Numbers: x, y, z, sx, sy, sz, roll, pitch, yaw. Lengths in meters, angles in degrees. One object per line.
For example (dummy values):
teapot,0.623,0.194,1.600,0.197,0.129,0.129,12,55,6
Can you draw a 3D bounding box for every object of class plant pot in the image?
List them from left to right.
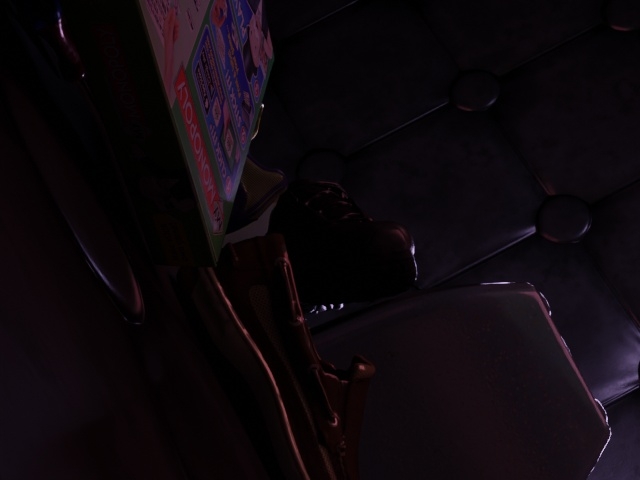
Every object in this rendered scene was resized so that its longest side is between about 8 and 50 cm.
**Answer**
plant pot,0.102,0.158,1.004,0.247,0.252,0.248,63,-1,2

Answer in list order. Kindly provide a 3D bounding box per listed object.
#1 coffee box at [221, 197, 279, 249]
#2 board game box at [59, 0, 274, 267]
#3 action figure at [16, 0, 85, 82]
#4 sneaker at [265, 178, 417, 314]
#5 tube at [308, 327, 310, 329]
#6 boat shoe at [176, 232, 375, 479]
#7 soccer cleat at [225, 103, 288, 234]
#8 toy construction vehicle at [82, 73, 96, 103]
coffee box,-0.073,0.006,1.476,0.141,0.098,0.246,63,-1,-15
board game box,-0.090,-0.168,0.673,0.317,0.046,0.214,79,17,-46
action figure,-0.167,-0.221,0.645,0.280,0.091,0.139,65,19,-65
sneaker,0.000,0.000,1.071,0.286,0.109,0.130,162,-73,-66
tube,-0.039,0.115,1.264,0.240,0.070,0.062,45,60,-73
boat shoe,-0.002,0.114,0.794,0.257,0.095,0.095,63,-1,-11
soccer cleat,-0.120,-0.124,1.144,0.289,0.121,0.093,61,-1,35
toy construction vehicle,-0.151,-0.101,0.903,0.098,0.035,0.086,63,-1,-14
